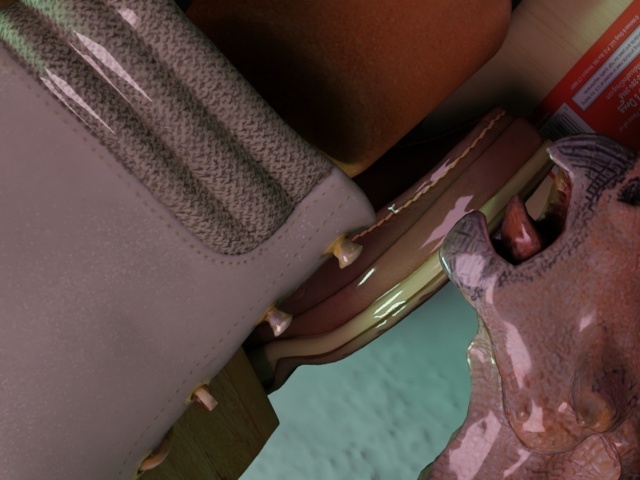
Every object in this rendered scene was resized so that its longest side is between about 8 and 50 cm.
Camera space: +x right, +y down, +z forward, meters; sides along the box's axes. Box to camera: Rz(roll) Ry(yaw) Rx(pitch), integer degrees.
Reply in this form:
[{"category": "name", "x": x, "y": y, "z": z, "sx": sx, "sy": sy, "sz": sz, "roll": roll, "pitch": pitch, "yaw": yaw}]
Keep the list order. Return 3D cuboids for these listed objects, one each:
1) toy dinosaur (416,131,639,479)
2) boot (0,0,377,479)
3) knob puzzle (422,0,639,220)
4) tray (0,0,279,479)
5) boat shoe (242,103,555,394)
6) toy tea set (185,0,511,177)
[{"category": "toy dinosaur", "x": 0.071, "y": 0.116, "z": 0.510, "sx": 0.127, "sy": 0.200, "sz": 0.295, "roll": 55, "pitch": 176, "yaw": 29}, {"category": "boot", "x": -0.050, "y": 0.045, "z": 0.402, "sx": 0.077, "sy": 0.165, "sz": 0.213, "roll": 37, "pitch": 168, "yaw": 45}, {"category": "knob puzzle", "x": 0.137, "y": -0.012, "z": 0.438, "sx": 0.213, "sy": 0.030, "sz": 0.213, "roll": 28, "pitch": 140, "yaw": 26}, {"category": "tray", "x": -0.162, "y": -0.088, "z": 0.430, "sx": 0.203, "sy": 0.076, "sz": 0.411, "roll": 22, "pitch": 148, "yaw": 36}, {"category": "boat shoe", "x": 0.000, "y": 0.000, "z": 0.509, "sx": 0.060, "sy": 0.064, "sz": 0.178, "roll": 51, "pitch": 143, "yaw": -5}, {"category": "toy tea set", "x": -0.064, "y": -0.168, "z": 0.409, "sx": 0.200, "sy": 0.124, "sz": 0.336, "roll": 9, "pitch": 141, "yaw": 43}]
